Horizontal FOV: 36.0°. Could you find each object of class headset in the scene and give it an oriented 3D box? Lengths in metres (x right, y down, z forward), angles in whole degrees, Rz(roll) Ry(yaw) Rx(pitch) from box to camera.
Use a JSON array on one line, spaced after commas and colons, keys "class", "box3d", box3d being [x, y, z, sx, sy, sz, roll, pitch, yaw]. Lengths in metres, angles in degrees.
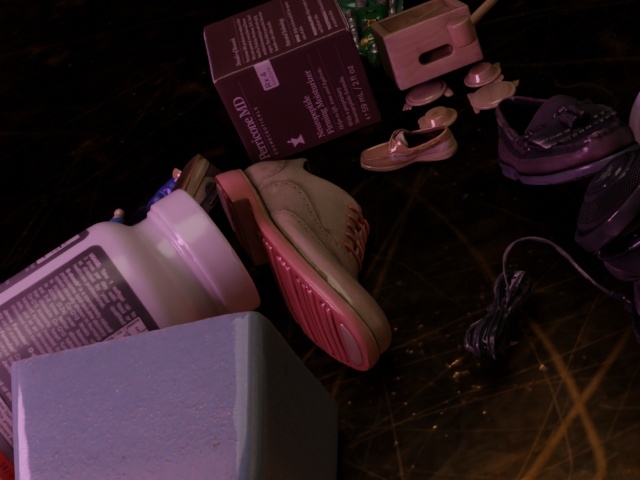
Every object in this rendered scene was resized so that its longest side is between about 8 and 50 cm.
[{"class": "headset", "box3d": [0.318, 0.036, 0.920, 0.394, 0.243, 0.185, -10, 33, 49]}]

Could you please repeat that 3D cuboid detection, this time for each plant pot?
[{"class": "plant pot", "box3d": [-0.124, 0.247, 0.897, 0.247, 0.248, 0.252, -13, 57, 13]}]

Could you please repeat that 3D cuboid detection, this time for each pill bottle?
[{"class": "pill bottle", "box3d": [-0.264, 0.108, 1.131, 0.363, 0.210, 0.210, -35, 41, -12]}]

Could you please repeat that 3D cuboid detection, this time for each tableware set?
[{"class": "tableware set", "box3d": [0.197, -0.204, 1.393, 0.169, 0.020, 0.141, -19, 34, 14]}]

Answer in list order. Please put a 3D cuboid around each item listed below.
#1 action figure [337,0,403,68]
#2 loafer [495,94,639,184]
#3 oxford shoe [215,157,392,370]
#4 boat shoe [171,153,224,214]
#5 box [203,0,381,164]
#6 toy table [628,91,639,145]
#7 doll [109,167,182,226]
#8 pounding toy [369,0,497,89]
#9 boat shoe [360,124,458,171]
[{"class": "action figure", "box3d": [0.085, -0.353, 1.589, 0.137, 0.063, 0.232, -12, 45, 10]}, {"class": "loafer", "box3d": [0.256, -0.121, 1.110, 0.109, 0.095, 0.302, -22, 7, -4]}, {"class": "oxford shoe", "box3d": [0.000, 0.000, 1.182, 0.147, 0.140, 0.397, -25, 41, -12]}, {"class": "boat shoe", "box3d": [-0.180, -0.010, 1.325, 0.080, 0.073, 0.223, -34, 34, 60]}, {"class": "box", "box3d": [-0.042, -0.244, 1.442, 0.203, 0.168, 0.167, -21, 40, 4]}, {"class": "toy table", "box3d": [0.478, -0.130, 1.024, 0.274, 0.252, 0.161, -27, 23, 13]}, {"class": "doll", "box3d": [-0.248, -0.020, 1.391, 0.129, 0.046, 0.189, 29, 66, 32]}, {"class": "pounding toy", "box3d": [0.184, -0.282, 1.403, 0.181, 0.094, 0.206, -21, 22, 1]}, {"class": "boat shoe", "box3d": [0.116, -0.129, 1.334, 0.135, 0.045, 0.050, -11, 41, 15]}]
